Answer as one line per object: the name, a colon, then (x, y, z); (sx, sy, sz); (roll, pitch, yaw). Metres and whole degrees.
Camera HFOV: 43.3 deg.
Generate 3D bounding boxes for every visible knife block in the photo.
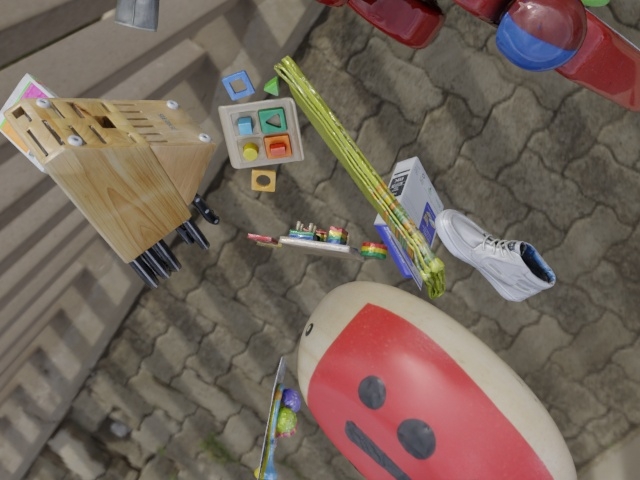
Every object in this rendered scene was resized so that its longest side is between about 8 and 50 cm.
knife block: (-0.230, -0.036, 0.904); (0.088, 0.276, 0.242); (45, 123, 27)

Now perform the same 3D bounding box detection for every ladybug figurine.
ladybug figurine: (0.131, 0.240, 1.079); (0.449, 0.162, 0.305); (35, 140, 30)

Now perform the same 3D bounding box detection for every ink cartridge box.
ink cartridge box: (0.205, -0.041, 1.885); (0.065, 0.332, 0.165); (-16, 119, 28)

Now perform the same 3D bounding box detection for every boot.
boot: (-0.322, -0.513, 1.567); (0.190, 0.076, 0.208); (16, 99, 33)
boot: (0.358, 0.015, 1.624); (0.258, 0.095, 0.123); (40, 146, -12)

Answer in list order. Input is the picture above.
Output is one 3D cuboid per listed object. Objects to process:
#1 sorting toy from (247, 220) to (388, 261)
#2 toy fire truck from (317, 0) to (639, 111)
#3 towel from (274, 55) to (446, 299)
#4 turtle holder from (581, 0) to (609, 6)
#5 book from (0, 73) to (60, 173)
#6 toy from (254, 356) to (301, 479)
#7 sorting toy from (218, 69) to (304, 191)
sorting toy: (0.000, 0.000, 1.489); (0.275, 0.132, 0.046); (8, 83, 17)
toy fire truck: (0.100, -0.194, 0.539); (0.254, 0.302, 0.169); (48, 114, 25)
towel: (0.035, -0.052, 0.709); (0.021, 0.102, 0.237); (-33, 71, -2)
turtle holder: (0.322, -0.342, 0.720); (0.243, 0.320, 0.227); (18, 134, 37)
book: (-0.417, -0.175, 1.195); (0.144, 0.035, 0.096); (40, 102, 31)
toy: (-0.070, 0.338, 1.465); (0.056, 0.137, 0.237); (14, 77, 3)
sorting toy: (-0.147, -0.259, 2.015); (0.196, 0.047, 0.347); (-5, 127, 7)
